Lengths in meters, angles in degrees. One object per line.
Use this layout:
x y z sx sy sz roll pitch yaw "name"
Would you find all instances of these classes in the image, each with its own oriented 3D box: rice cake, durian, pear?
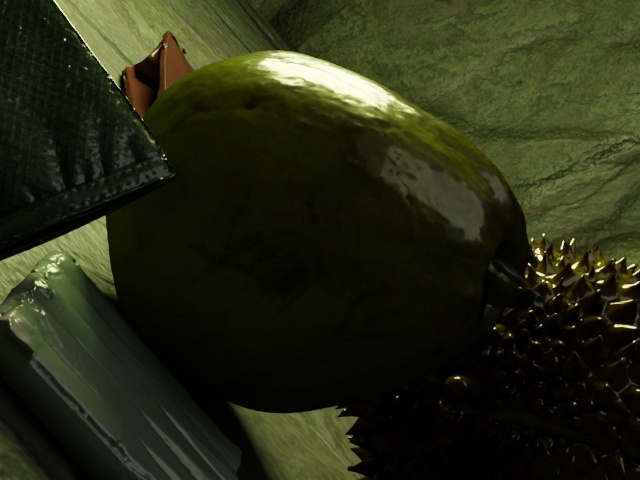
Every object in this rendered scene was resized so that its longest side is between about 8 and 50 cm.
-0.130 0.103 0.826 0.198 0.037 0.189 48 9 -8 "rice cake"
0.204 0.168 1.176 0.384 0.347 0.347 29 23 -56 "durian"
0.000 0.000 0.983 0.375 0.287 0.287 15 -11 31 "pear"

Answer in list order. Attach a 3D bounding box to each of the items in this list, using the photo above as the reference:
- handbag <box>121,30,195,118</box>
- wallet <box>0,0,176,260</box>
-0.127 -0.103 1.532 0.260 0.084 0.275 49 10 -23 "handbag"
-0.224 -0.099 0.876 0.236 0.160 0.055 54 -30 16 "wallet"
